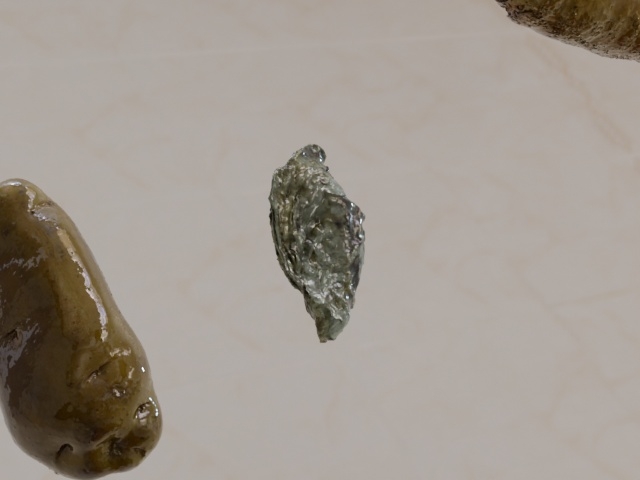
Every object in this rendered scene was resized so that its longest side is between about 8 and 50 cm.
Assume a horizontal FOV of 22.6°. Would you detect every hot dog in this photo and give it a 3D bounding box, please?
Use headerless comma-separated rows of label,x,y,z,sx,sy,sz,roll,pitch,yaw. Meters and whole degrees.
hot dog,0.232,-0.165,1.190,0.083,0.289,0.068,40,-68,44

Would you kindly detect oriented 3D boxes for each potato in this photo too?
potato,-0.313,0.106,1.866,0.195,0.176,0.369,113,-46,-73

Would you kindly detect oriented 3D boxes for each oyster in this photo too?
oyster,0.000,0.000,1.524,0.064,0.125,0.177,-11,-77,42
